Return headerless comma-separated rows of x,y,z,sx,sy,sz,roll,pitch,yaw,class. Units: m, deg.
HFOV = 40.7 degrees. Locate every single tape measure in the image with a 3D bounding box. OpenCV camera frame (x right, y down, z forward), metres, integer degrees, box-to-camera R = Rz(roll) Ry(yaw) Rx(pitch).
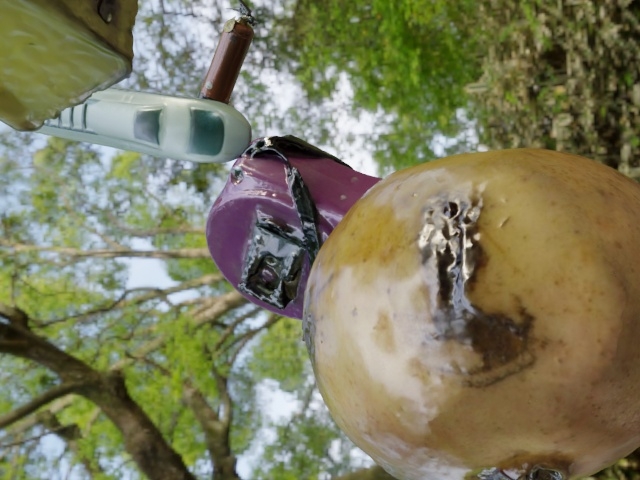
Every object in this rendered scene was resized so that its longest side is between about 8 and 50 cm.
-0.028,-0.013,1.097,0.149,0.231,0.245,-59,-15,-44,tape measure

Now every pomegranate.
0.142,0.066,0.713,0.322,0.321,0.323,-2,-90,-68,pomegranate

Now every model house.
-0.264,-0.247,0.752,0.193,0.174,0.234,32,-135,-39,model house

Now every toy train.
-0.270,-0.168,1.178,0.088,0.406,0.087,-4,-76,-54,toy train

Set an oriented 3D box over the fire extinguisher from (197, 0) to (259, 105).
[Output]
-0.141,-0.281,1.310,0.177,0.062,0.050,-67,-13,20,fire extinguisher
